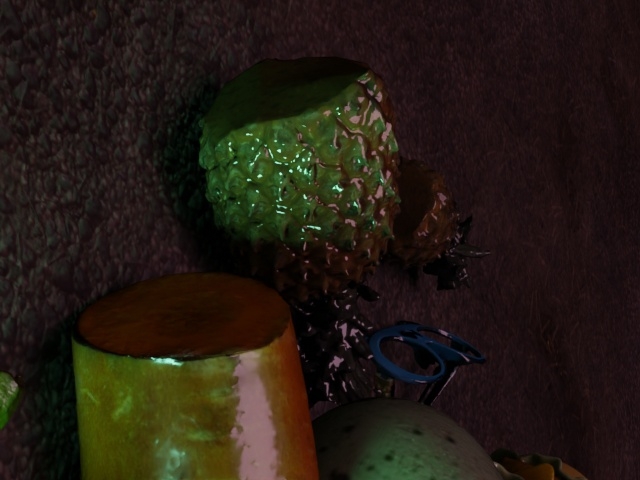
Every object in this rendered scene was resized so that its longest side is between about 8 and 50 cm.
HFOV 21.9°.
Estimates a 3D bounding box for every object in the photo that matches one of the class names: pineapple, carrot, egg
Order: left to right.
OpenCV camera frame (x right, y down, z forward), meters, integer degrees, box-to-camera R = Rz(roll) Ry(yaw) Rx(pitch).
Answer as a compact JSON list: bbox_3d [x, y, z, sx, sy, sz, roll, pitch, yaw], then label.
[{"bbox_3d":[-0.097,0.193,1.346,0.214,0.193,0.331,-179,-95,-79],"label":"carrot"},{"bbox_3d":[0.000,0.000,1.621,0.202,0.202,0.362,-58,141,-53],"label":"pineapple"},{"bbox_3d":[0.051,0.317,1.524,0.287,0.287,0.379,53,24,-45],"label":"egg"},{"bbox_3d":[0.121,-0.012,1.950,0.248,0.128,0.128,37,51,-63],"label":"pineapple"}]

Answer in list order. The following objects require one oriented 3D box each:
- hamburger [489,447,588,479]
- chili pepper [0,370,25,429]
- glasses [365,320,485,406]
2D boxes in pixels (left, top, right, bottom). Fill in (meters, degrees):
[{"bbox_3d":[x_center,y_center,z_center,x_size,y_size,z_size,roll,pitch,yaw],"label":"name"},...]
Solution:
[{"bbox_3d":[0.184,0.368,1.810,0.212,0.274,0.274,-2,85,-54],"label":"hamburger"},{"bbox_3d":[-0.261,0.185,1.189,0.052,0.050,0.202,69,27,-61],"label":"chili pepper"},{"bbox_3d":[0.125,0.193,1.909,0.239,0.102,0.207,-15,96,-64],"label":"glasses"}]
